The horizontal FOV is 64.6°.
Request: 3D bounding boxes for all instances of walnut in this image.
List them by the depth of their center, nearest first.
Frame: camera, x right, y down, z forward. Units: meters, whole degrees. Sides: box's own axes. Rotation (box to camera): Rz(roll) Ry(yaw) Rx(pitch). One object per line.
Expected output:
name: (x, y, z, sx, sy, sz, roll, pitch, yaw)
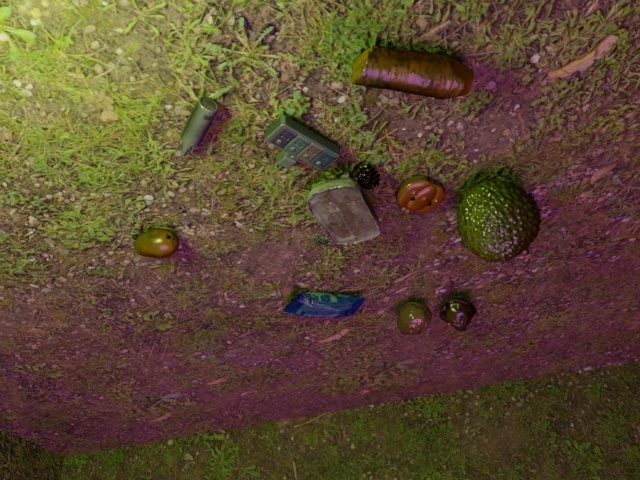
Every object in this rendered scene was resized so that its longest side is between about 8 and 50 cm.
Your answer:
walnut: (0.416, 0.347, 2.264, 0.167, 0.149, 0.166, -35, 162, -13)

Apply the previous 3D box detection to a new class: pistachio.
pistachio: (0.622, 0.329, 2.286, 0.165, 0.130, 0.210, -11, 134, 8)

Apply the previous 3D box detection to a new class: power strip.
power strip: (-0.067, -0.266, 1.451, 0.216, 0.061, 0.145, 25, 138, -35)

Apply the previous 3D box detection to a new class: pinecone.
pinecone: (0.147, -0.197, 1.562, 0.077, 0.077, 0.083, -16, 132, 9)

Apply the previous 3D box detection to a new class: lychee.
lychee: (0.589, -0.055, 1.683, 0.270, 0.270, 0.319, -13, 109, 7)

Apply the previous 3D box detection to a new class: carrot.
carrot: (0.230, -0.419, 1.259, 0.302, 0.114, 0.114, 5, 141, -13)

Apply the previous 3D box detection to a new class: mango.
mango: (-0.552, 0.013, 1.686, 0.163, 0.089, 0.111, -4, 144, 8)

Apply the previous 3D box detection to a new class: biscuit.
biscuit: (0.328, -0.139, 1.685, 0.170, 0.050, 0.170, -5, 142, -4)

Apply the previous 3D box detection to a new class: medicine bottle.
medicine bottle: (-0.337, -0.294, 1.354, 0.058, 0.057, 0.199, 16, 137, -28)

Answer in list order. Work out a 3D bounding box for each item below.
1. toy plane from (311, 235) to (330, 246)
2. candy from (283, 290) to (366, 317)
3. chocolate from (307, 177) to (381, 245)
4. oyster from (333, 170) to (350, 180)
toy plane: (0.000, 0.003, 1.828, 0.084, 0.024, 0.078, 17, 154, -30)
candy: (0.021, 0.277, 2.151, 0.331, 0.077, 0.187, 7, 147, -18)
chocolate: (0.081, -0.101, 1.635, 0.185, 0.100, 0.303, -8, 148, 21)
oyster: (0.070, -0.189, 1.598, 0.054, 0.019, 0.083, -14, 140, 5)
